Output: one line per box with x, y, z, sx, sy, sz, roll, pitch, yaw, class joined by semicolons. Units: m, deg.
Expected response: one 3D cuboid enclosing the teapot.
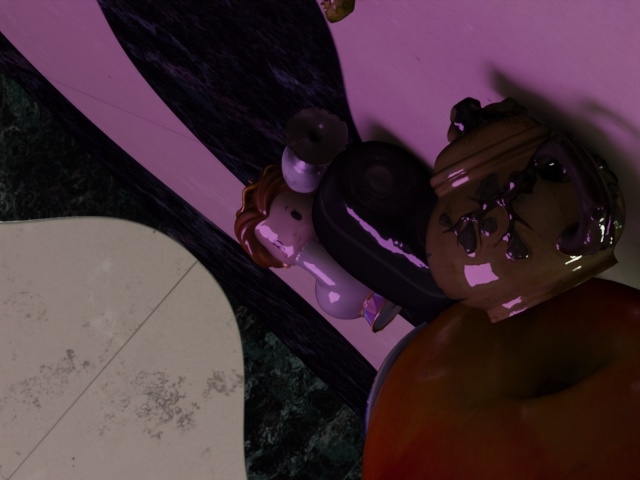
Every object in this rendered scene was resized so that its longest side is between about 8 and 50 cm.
0.163;-0.039;1.561;0.183;0.173;0.269;65;161;3;teapot

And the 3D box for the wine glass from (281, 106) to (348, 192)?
-0.013;-0.099;2.194;0.074;0.074;0.262;40;172;2;wine glass

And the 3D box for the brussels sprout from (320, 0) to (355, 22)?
0.003;-0.225;1.639;0.083;0.046;0.051;35;172;-38;brussels sprout

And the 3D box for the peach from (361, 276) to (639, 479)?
0.231;0.224;1.698;0.388;0.388;0.388;39;170;8;peach

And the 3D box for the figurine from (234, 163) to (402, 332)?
0.000;0.000;2.382;0.263;0.142;0.189;38;-167;17;figurine

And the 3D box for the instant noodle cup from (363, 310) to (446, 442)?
0.247;0.230;2.170;0.284;0.284;0.312;45;161;-25;instant noodle cup

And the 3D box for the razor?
0.084;-0.001;2.120;0.204;0.113;0.349;37;170;5;razor
